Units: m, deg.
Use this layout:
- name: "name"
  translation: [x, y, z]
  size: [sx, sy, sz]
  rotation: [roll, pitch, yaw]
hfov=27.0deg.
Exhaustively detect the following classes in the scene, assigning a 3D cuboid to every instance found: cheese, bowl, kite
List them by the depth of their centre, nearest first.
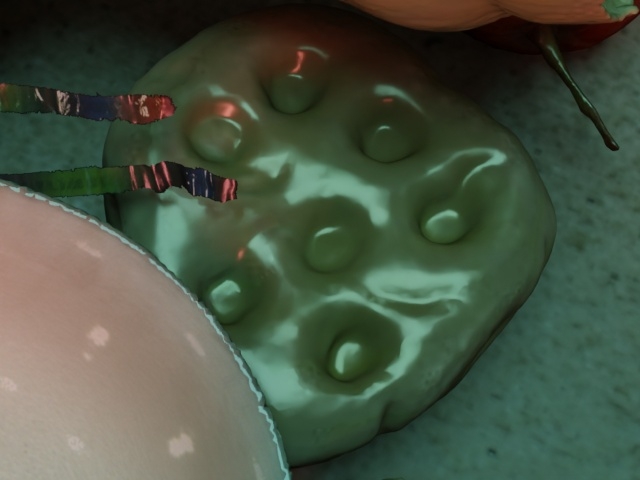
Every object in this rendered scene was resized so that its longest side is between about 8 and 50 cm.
- name: "bowl"
  translation: [-0.176, 0.138, 0.538]
  size: [0.313, 0.146, 0.314]
  rotation: [6, 69, -17]
- name: "kite"
  translation: [-0.184, -0.077, 0.587]
  size: [0.309, 0.169, 0.015]
  rotation: [-2, 26, 26]
- name: "cheese"
  translation: [0.000, 0.000, 0.646]
  size: [0.217, 0.117, 0.235]
  rotation: [11, 69, -2]

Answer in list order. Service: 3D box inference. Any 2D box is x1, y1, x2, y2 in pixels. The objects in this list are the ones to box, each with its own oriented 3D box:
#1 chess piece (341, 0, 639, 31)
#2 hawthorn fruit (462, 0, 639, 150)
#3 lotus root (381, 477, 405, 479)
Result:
- name: "chess piece"
  translation: [-0.085, -0.196, 0.603]
  size: [0.442, 0.234, 0.234]
  rotation: [0, 64, 22]
- name: "hawthorn fruit"
  translation: [0.123, -0.160, 0.720]
  size: [0.162, 0.162, 0.204]
  rotation: [13, 82, 2]
- name: "lotus root"
  translation: [0.075, 0.273, 0.443]
  size: [0.250, 0.250, 0.346]
  rotation: [11, 101, 1]
